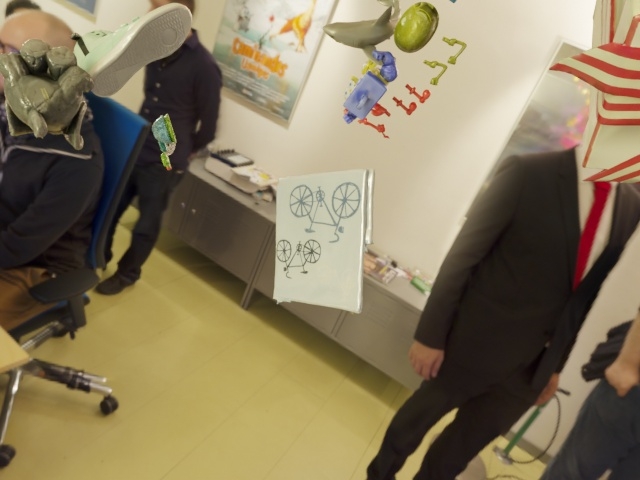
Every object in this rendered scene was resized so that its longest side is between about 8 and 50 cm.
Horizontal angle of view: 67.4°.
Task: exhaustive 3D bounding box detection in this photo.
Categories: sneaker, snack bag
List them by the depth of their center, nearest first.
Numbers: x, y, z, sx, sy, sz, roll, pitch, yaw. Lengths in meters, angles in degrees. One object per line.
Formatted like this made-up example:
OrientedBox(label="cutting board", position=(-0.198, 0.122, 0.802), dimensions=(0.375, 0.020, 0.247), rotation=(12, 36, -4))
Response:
OrientedBox(label="sneaker", position=(-0.396, -0.423, 0.984), dimensions=(0.151, 0.256, 0.094), rotation=(49, -5, 27))
OrientedBox(label="snack bag", position=(0.000, 0.000, 1.188), dimensions=(0.323, 0.343, 0.037), rotation=(1, -1, 44))

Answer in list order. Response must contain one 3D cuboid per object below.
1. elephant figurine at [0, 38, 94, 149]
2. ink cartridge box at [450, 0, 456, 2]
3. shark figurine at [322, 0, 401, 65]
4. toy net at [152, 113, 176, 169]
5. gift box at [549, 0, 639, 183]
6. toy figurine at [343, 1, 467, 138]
OrientedBox(label="elephant figurine", position=(-0.528, -0.258, 0.948), dimensions=(0.169, 0.239, 0.186), rotation=(44, 60, -4))
OrientedBox(label="ink cartridge box", position=(0.173, -0.429, 0.683), dimensions=(0.181, 0.104, 0.062), rotation=(1, 59, -46))
OrientedBox(label="shark figurine", position=(0.158, -0.552, 1.184), dimensions=(0.166, 0.116, 0.278), rotation=(43, 64, 6))
OrientedBox(label="toy net", position=(-0.375, -0.238, 1.185), dimensions=(0.045, 0.122, 0.232), rotation=(-18, 13, -11))
OrientedBox(label="gift box", position=(0.373, -0.196, 0.460), dimensions=(0.276, 0.258, 0.255), rotation=(3, -22, 25))
OrientedBox(label="toy figurine", position=(0.166, -0.378, 1.188), dimensions=(0.191, 0.362, 0.217), rotation=(42, 43, -4))
